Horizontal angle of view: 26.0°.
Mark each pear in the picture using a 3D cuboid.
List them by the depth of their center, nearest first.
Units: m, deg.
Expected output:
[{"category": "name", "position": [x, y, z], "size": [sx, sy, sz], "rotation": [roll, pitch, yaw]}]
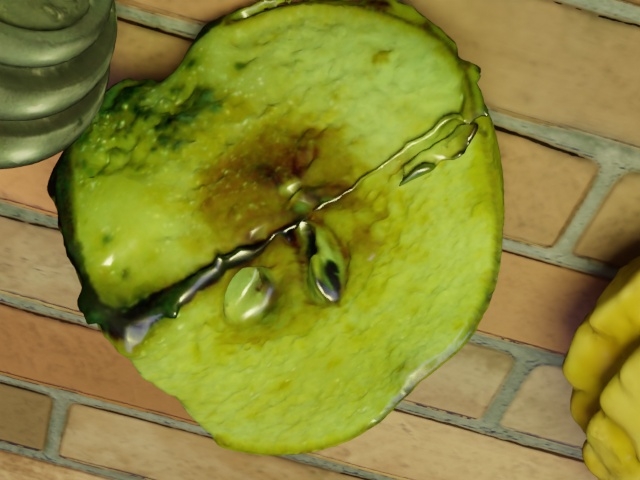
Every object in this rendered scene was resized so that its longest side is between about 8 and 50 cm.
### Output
[{"category": "pear", "position": [0.000, 0.000, 0.820], "size": [0.238, 0.164, 0.255], "rotation": [-33, 142, 2]}]

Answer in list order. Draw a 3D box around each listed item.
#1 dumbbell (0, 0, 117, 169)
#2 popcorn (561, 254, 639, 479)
[{"category": "dumbbell", "position": [-0.103, -0.182, 0.628], "size": [0.179, 0.179, 0.406], "rotation": [33, 134, -22]}, {"category": "popcorn", "position": [0.272, 0.107, 0.841], "size": [0.265, 0.225, 0.332], "rotation": [20, 149, -17]}]
